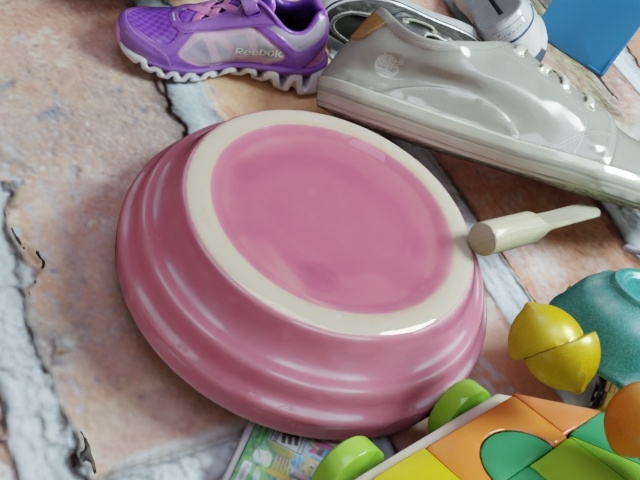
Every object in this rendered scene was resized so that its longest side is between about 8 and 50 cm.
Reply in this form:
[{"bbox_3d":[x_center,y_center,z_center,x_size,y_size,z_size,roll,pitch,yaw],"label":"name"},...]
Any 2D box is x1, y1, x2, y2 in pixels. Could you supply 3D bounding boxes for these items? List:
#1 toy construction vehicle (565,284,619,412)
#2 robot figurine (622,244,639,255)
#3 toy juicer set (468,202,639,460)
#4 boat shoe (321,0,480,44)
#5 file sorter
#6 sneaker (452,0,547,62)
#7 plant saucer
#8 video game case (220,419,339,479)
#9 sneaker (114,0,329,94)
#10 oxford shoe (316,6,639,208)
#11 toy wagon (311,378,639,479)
[{"bbox_3d":[0.246,0.099,0.667,0.085,0.035,0.098,23,79,11],"label":"toy construction vehicle"},{"bbox_3d":[0.434,0.105,0.648,0.299,0.200,0.354,-31,64,0],"label":"robot figurine"},{"bbox_3d":[0.217,0.073,0.581,0.209,0.090,0.329,2,32,-23],"label":"toy juicer set"},{"bbox_3d":[0.100,-0.240,0.877,0.219,0.078,0.070,9,49,-17],"label":"boat shoe"},{"bbox_3d":[0.403,-0.343,1.019,0.118,0.170,0.104,37,47,9],"label":"file sorter"},{"bbox_3d":[0.238,-0.307,0.989,0.091,0.094,0.258,48,27,-31],"label":"sneaker"},{"bbox_3d":[0.000,0.000,0.626,0.332,0.084,0.332,14,45,-14],"label":"plant saucer"},{"bbox_3d":[0.001,0.240,0.488,0.193,0.023,0.212,27,48,0],"label":"video game case"},{"bbox_3d":[-0.092,-0.226,0.772,0.236,0.105,0.095,2,54,-19],"label":"sneaker"},{"bbox_3d":[0.220,-0.128,0.768,0.449,0.130,0.169,18,5,-5],"label":"oxford shoe"},{"bbox_3d":[0.171,0.191,0.482,0.344,0.068,0.267,-17,40,-38],"label":"toy wagon"}]
